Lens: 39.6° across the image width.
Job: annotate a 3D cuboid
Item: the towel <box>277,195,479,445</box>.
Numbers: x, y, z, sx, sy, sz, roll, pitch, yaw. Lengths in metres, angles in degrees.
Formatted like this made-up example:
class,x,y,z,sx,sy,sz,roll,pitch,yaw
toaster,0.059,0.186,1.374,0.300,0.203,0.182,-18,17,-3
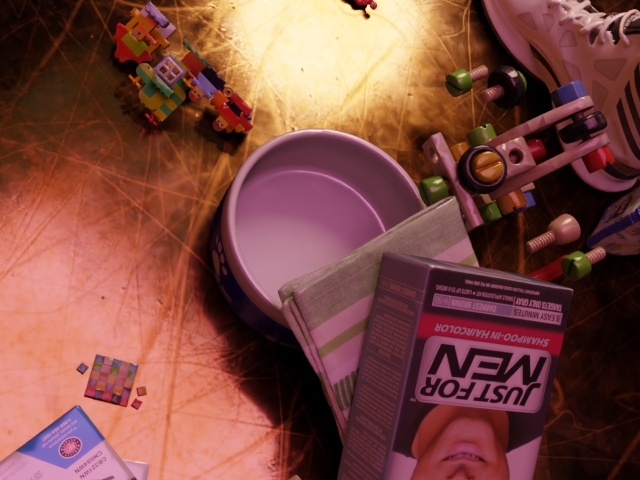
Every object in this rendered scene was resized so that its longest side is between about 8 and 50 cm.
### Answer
class,x,y,z,sx,sy,sz,roll,pitch,yaw
towel,0.109,0.146,1.039,0.248,0.038,0.324,-28,108,-22

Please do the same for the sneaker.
class,x,y,z,sx,sy,sz,roll,pitch,yaw
sneaker,0.414,-0.315,1.300,0.169,0.257,0.447,-19,77,-26

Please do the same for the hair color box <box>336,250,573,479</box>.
class,x,y,z,sx,sy,sz,roll,pitch,yaw
hair color box,0.133,0.213,0.967,0.186,0.114,0.374,10,94,-24

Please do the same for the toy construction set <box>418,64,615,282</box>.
class,x,y,z,sx,sy,sz,roll,pitch,yaw
toy construction set,0.225,-0.050,1.158,0.237,0.257,0.308,-26,110,-22

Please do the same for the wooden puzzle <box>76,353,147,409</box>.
class,x,y,z,sx,sy,sz,roll,pitch,yaw
wooden puzzle,-0.235,0.158,1.003,0.083,0.006,0.049,18,64,-14

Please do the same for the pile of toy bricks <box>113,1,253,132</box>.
class,x,y,z,sx,sy,sz,roll,pitch,yaw
pile of toy bricks,-0.185,-0.194,1.119,0.105,0.118,0.212,-44,99,3

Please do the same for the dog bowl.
class,x,y,z,sx,sy,sz,roll,pitch,yaw
dog bowl,0.000,0.000,1.101,0.265,0.104,0.264,7,68,-19

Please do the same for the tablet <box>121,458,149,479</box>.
class,x,y,z,sx,sy,sz,roll,pitch,yaw
tablet,-0.218,0.279,0.961,0.054,0.006,0.083,13,65,-16

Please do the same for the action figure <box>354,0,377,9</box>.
class,x,y,z,sx,sy,sz,roll,pitch,yaw
action figure,0.047,-0.387,1.318,0.038,0.030,0.115,-36,87,-34

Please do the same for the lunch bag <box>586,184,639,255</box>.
class,x,y,z,sx,sy,sz,roll,pitch,yaw
lunch bag,0.476,-0.033,1.285,0.151,0.129,0.096,-17,75,-24

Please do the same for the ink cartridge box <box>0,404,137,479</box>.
class,x,y,z,sx,sy,sz,roll,pitch,yaw
ink cartridge box,-0.243,0.293,0.895,0.148,0.086,0.203,-38,86,-23

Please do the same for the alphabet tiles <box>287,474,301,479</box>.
class,x,y,z,sx,sy,sz,roll,pitch,yaw
alphabet tiles,-0.046,0.393,0.865,0.343,0.011,0.285,-33,110,-4
